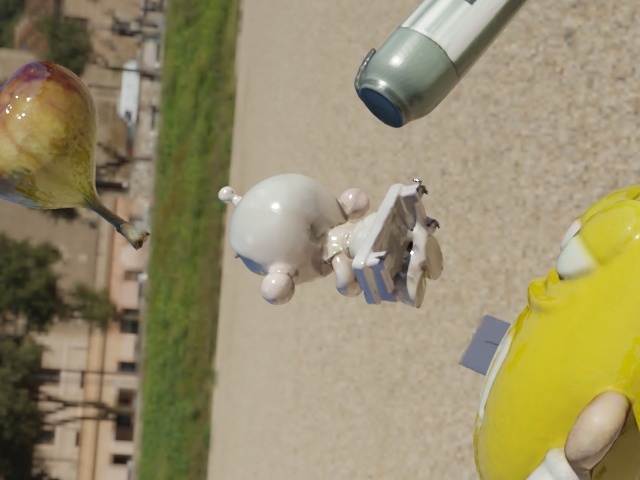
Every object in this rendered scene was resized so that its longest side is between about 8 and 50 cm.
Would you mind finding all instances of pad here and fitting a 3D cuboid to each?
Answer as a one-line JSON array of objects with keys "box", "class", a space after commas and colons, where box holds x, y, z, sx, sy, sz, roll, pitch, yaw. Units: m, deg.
[{"box": [0.328, 0.191, 1.812, 0.156, 0.232, 0.004, 105, -171, -54], "class": "pad"}]

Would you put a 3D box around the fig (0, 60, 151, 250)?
[{"box": [-0.291, -0.083, 1.331, 0.230, 0.160, 0.143, 52, -179, 18], "class": "fig"}]

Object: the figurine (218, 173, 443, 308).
[{"box": [-0.005, -0.002, 1.356, 0.144, 0.257, 0.182, 50, -126, -55], "class": "figurine"}]

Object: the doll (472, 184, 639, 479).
[{"box": [0.185, 0.139, 0.909, 0.423, 0.161, 0.348, -58, -6, -17], "class": "doll"}]

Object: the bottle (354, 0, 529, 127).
[{"box": [0.132, -0.218, 1.179, 0.253, 0.096, 0.079, -50, -40, -16], "class": "bottle"}]
